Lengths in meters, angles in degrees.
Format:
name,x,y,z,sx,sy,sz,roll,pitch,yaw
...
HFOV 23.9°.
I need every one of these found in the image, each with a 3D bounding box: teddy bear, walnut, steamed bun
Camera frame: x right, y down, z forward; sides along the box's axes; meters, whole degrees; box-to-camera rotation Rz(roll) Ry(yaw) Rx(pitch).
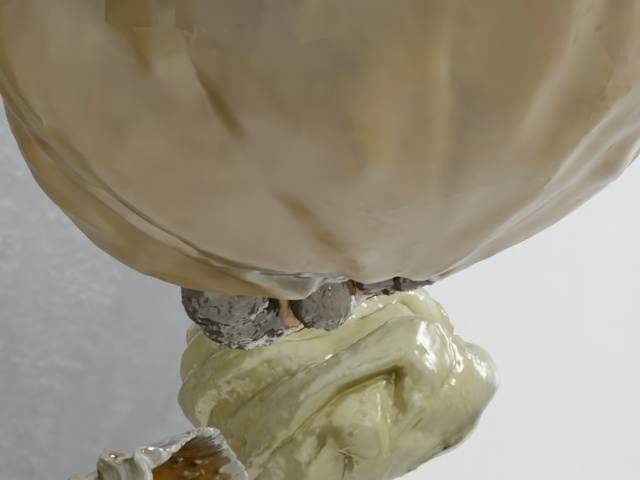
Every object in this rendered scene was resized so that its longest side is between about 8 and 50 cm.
name,x,y,z,sx,sy,sz,roll,pitch,yaw
teddy bear,0.000,0.000,1.066,0.140,0.190,0.177,70,8,-47
walnut,0.001,-0.161,0.668,0.383,0.384,0.383,8,90,-68
steamed bun,0.005,0.139,1.665,0.372,0.325,0.230,-147,-142,-74

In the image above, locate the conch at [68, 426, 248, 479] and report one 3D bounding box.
name,x,y,z,sx,sy,sz,roll,pitch,yaw
conch,-0.171,0.310,1.351,0.352,0.210,0.297,-19,114,-78
